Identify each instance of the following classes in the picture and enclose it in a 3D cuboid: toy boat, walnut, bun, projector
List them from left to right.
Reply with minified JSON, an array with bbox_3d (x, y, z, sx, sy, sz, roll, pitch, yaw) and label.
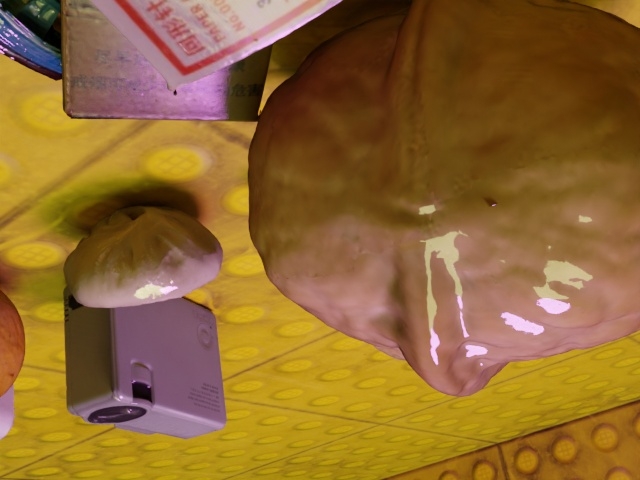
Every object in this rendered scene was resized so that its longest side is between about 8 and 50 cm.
[{"bbox_3d":[-0.227,-0.172,0.631,0.061,0.060,0.137,-46,148,9],"label":"toy boat"},{"bbox_3d":[-0.204,0.011,0.951,0.183,0.102,0.183,-9,-171,1],"label":"bun"},{"bbox_3d":[-0.242,0.167,1.147,0.099,0.192,0.257,-21,152,19],"label":"projector"},{"bbox_3d":[0.130,-0.050,0.675,0.381,0.381,0.381,-9,154,-4],"label":"walnut"}]

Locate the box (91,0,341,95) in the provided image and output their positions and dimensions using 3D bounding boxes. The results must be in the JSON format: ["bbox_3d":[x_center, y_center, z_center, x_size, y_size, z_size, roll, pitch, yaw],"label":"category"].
[{"bbox_3d":[-0.083,-0.186,0.447,0.133,0.099,0.182,-27,138,13],"label":"box"}]

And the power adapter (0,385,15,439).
[{"bbox_3d":[-0.615,0.240,1.230,0.187,0.124,0.255,-20,153,16],"label":"power adapter"}]

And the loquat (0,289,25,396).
[{"bbox_3d":[-0.476,0.137,0.999,0.238,0.193,0.238,-3,157,-1],"label":"loquat"}]

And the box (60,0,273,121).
[{"bbox_3d":[-0.099,-0.193,0.566,0.159,0.071,0.240,1,138,-16],"label":"box"}]

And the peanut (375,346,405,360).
[{"bbox_3d":[0.217,0.122,1.316,0.290,0.130,0.130,-11,154,7],"label":"peanut"}]
